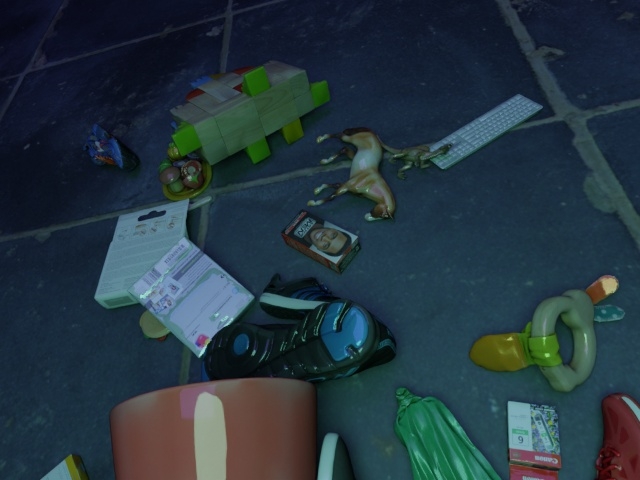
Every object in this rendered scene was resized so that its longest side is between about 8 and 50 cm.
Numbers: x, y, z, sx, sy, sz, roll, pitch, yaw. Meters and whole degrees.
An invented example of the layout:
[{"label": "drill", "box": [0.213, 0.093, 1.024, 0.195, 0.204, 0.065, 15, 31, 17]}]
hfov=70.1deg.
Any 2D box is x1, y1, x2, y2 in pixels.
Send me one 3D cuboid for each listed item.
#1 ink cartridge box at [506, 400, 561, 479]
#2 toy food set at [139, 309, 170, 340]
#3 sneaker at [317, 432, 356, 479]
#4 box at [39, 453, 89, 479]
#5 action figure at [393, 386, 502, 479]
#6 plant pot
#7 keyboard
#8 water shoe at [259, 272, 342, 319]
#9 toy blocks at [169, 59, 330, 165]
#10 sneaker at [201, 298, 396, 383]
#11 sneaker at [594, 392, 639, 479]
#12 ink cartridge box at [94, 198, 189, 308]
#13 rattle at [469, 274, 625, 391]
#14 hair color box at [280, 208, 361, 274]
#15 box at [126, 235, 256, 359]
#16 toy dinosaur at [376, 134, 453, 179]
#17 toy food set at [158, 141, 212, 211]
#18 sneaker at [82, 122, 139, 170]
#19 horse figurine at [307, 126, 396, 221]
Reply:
[{"label": "ink cartridge box", "box": [0.282, 0.278, 0.606, 0.063, 0.029, 0.115, 1, 56, 17]}, {"label": "toy food set", "box": [-0.308, 0.153, 0.880, 0.083, 0.020, 0.082, -36, 54, -10]}, {"label": "sneaker", "box": [0.076, 0.386, 0.554, 0.147, 0.104, 0.295, -11, 60, 7]}, {"label": "box", "box": [-0.435, 0.423, 0.727, 0.136, 0.028, 0.081, -41, 55, -10]}, {"label": "action figure", "box": [0.166, 0.298, 0.606, 0.137, 0.063, 0.232, -29, 57, -2]}, {"label": "plant pot", "box": [-0.124, 0.325, 0.573, 0.275, 0.275, 0.243, -13, 63, 8]}, {"label": "keyboard", "box": [0.337, -0.230, 0.954, 0.256, 0.014, 0.072, -31, 53, -6]}, {"label": "water shoe", "box": [-0.010, 0.098, 0.795, 0.203, 0.073, 0.080, 7, 56, 20]}, {"label": "toy blocks", "box": [-0.209, -0.325, 1.088, 0.381, 0.190, 0.261, -34, 43, -20]}, {"label": "sneaker", "box": [-0.044, 0.190, 0.720, 0.341, 0.140, 0.125, -16, 60, 29]}, {"label": "sneaker", "box": [0.341, 0.296, 0.542, 0.128, 0.087, 0.221, -6, 53, 11]}, {"label": "ink cartridge box", "box": [-0.362, 0.025, 0.971, 0.181, 0.056, 0.224, -12, 49, 9]}, {"label": "rattle", "box": [0.346, 0.131, 0.690, 0.130, 0.143, 0.200, 44, 57, 3]}, {"label": "hair color box", "box": [0.000, 0.000, 0.878, 0.141, 0.043, 0.072, 27, 67, 30]}, {"label": "box", "box": [-0.236, 0.103, 0.843, 0.186, 0.038, 0.145, 38, 72, 13]}, {"label": "toy dinosaur", "box": [0.183, -0.175, 0.951, 0.183, 0.053, 0.092, 13, 49, 36]}, {"label": "toy food set", "box": [-0.328, -0.166, 1.076, 0.128, 0.071, 0.218, -19, 53, 4]}, {"label": "sneaker", "box": [-0.551, -0.226, 1.194, 0.221, 0.083, 0.087, 35, 85, 39]}, {"label": "horse figurine", "box": [0.071, -0.154, 0.952, 0.174, 0.066, 0.263, -5, 57, 21]}]
